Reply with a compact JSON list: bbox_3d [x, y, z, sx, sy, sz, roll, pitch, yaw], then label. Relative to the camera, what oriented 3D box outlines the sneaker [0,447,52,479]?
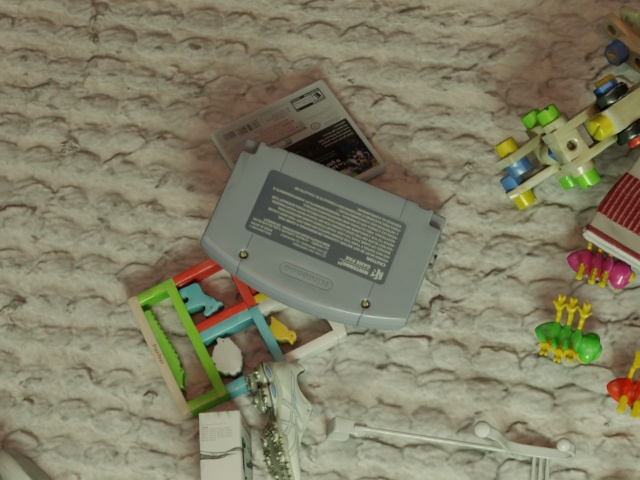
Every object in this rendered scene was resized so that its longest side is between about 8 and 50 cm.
[{"bbox_3d":[-0.373,0.365,1.929,0.094,0.080,0.212,-45,69,3],"label":"sneaker"}]

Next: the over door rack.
[{"bbox_3d":[0.148,0.347,1.848,0.324,0.108,0.239,4,67,9],"label":"over door rack"}]

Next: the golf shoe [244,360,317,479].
[{"bbox_3d":[-0.036,0.241,1.940,0.086,0.069,0.176,-7,81,-28],"label":"golf shoe"}]

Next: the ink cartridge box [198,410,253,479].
[{"bbox_3d":[-0.120,0.296,1.907,0.056,0.099,0.135,-6,67,5],"label":"ink cartridge box"}]

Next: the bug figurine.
[{"bbox_3d":[0.404,0.102,1.936,0.216,0.072,0.279,22,67,10],"label":"bug figurine"}]

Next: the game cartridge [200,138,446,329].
[{"bbox_3d":[0.000,0.000,2.000,0.297,0.062,0.198,23,71,2],"label":"game cartridge"}]

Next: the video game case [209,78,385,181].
[{"bbox_3d":[-0.033,-0.124,2.098,0.190,0.022,0.173,-27,66,-17],"label":"video game case"}]

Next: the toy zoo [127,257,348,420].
[{"bbox_3d":[-0.094,0.097,2.025,0.293,0.030,0.192,-27,67,-5],"label":"toy zoo"}]

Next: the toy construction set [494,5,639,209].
[{"bbox_3d":[0.388,-0.181,2.005,0.151,0.215,0.327,43,71,-7],"label":"toy construction set"}]

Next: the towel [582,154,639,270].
[{"bbox_3d":[0.524,-0.054,1.963,0.237,0.037,0.329,32,59,19],"label":"towel"}]
